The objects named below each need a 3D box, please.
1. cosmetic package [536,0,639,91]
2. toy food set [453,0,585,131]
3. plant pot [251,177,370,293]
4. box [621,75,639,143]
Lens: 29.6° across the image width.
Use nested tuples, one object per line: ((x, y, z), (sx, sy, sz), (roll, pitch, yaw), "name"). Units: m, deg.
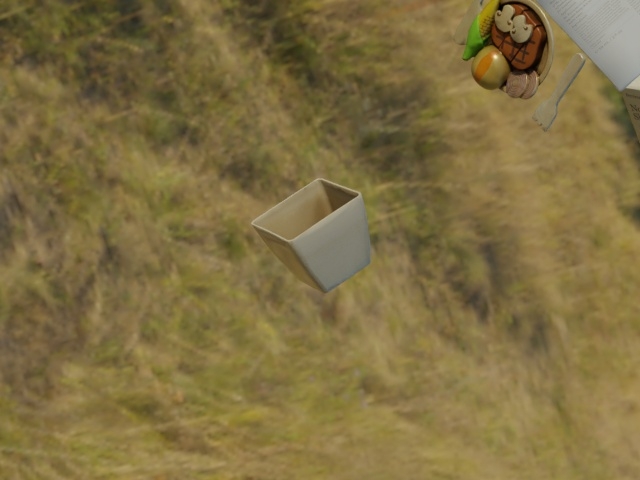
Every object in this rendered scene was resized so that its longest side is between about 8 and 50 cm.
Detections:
((0.227, -0.207, 0.697), (0.099, 0.239, 0.060), (41, 18, -23), "cosmetic package")
((0.235, -0.238, 1.512), (0.039, 0.132, 0.192), (-14, 53, -38), "toy food set")
((0.000, 0.000, 1.479), (0.109, 0.109, 0.096), (24, -36, 59), "plant pot")
((0.523, -0.129, 1.698), (0.094, 0.113, 0.275), (-44, 123, -21), "box")
